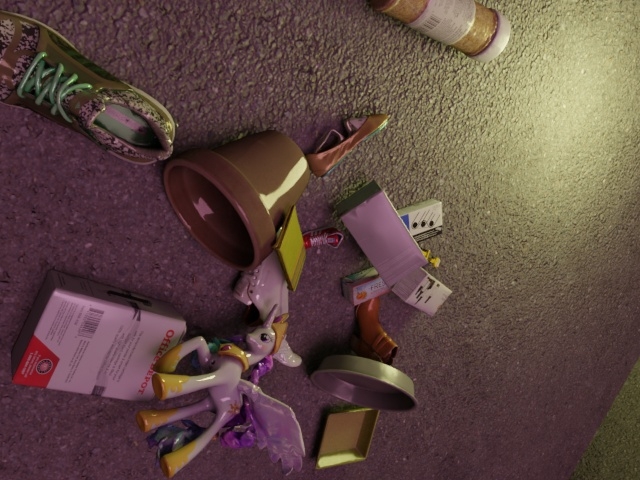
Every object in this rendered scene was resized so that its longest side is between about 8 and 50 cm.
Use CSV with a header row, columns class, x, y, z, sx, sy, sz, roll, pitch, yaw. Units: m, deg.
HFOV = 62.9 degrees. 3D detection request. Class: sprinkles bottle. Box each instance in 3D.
class,x,y,z,sx,sy,sz,roll,pitch,yaw
sprinkles bottle,0.284,-0.528,1.214,0.355,0.121,0.121,10,103,-34

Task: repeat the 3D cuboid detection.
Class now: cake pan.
class,x,y,z,sx,sy,sz,roll,pitch,yaw
cake pan,0.119,0.382,1.398,0.293,0.293,0.054,42,52,-35

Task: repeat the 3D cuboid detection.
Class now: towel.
class,x,y,z,sx,sy,sz,roll,pitch,yaw
towel,-0.062,0.022,1.097,0.237,0.021,0.102,81,23,-65

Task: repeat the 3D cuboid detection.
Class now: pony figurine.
class,x,y,z,sx,sy,sz,roll,pitch,yaw
pony figurine,-0.199,0.340,1.130,0.363,0.302,0.351,-18,116,-46

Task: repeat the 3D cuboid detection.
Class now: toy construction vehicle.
class,x,y,z,sx,sy,sz,roll,pitch,yaw
toy construction vehicle,0.299,0.069,1.516,0.098,0.035,0.086,20,86,-38

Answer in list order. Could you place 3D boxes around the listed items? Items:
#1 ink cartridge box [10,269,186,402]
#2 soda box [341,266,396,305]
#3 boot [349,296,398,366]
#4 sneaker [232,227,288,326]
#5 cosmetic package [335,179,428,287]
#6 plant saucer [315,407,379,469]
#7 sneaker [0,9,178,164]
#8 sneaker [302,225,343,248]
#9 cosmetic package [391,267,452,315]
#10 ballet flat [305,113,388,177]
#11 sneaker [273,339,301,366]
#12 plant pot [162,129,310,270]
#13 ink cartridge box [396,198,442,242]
class,x,y,z,sx,sy,sz,roll,pitch,yaw
ink cartridge box,-0.444,0.201,1.063,0.273,0.114,0.197,24,95,-35
soda box,0.148,0.111,1.418,0.183,0.063,0.058,-18,119,-25
boot,0.156,0.248,1.421,0.073,0.152,0.197,1,108,-32
sneaker,-0.140,0.078,1.204,0.123,0.106,0.290,-14,117,-29
cosmetic package,0.152,-0.016,1.304,0.127,0.107,0.238,-31,110,6
plant saucer,0.072,0.578,1.566,0.188,0.045,0.188,4,106,-32
sneaker,-0.409,-0.247,0.868,0.410,0.182,0.158,23,96,-35
sneaker,0.000,0.000,1.282,0.118,0.067,0.042,-23,119,-22
cosmetic package,0.288,0.142,1.463,0.099,0.060,0.239,-51,147,6
ballet flat,0.062,-0.242,1.223,0.232,0.080,0.073,-42,109,-12
sneaker,-0.099,0.279,1.341,0.152,0.053,0.061,33,87,-35
plant pot,-0.149,-0.109,1.067,0.229,0.263,0.263,-45,127,-31
ink cartridge box,0.238,-0.038,1.425,0.207,0.046,0.097,-18,116,-24
